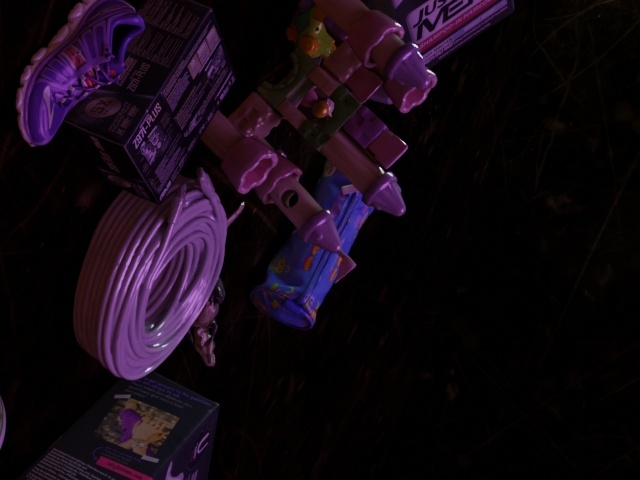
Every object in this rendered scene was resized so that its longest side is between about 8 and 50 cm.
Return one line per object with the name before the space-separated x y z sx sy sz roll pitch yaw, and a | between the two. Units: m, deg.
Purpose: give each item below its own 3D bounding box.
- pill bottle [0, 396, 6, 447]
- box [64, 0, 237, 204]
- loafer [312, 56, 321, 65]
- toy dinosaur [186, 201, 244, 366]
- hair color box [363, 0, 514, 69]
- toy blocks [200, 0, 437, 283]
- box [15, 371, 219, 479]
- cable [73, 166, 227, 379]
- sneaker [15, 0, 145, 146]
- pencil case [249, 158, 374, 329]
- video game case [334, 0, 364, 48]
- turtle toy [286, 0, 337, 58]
pill bottle | -0.356 0.116 0.939 0.136 0.136 0.246 -58 163 -25
box | -0.177 -0.153 1.233 0.180 0.077 0.147 -61 164 -16
loafer | -0.002 -0.306 1.656 0.039 0.045 0.125 -72 -176 -58
toy dinosaur | -0.164 0.080 1.657 0.118 0.064 0.268 -66 173 -64
hair color box | 0.138 -0.409 1.548 0.185 0.113 0.374 -35 147 -5
toy blocks | 0.037 -0.133 1.492 0.288 0.260 0.309 -45 165 3
box | -0.267 0.318 1.514 0.270 0.143 0.165 -45 154 -52
cable | -0.208 0.041 1.406 0.257 0.089 0.257 -61 164 -12
sneaker | -0.226 -0.160 1.080 0.170 0.071 0.068 -60 163 -15
pencil case | 0.000 0.000 1.949 0.306 0.119 0.133 -61 -167 -17
video game case | 0.123 -0.415 1.666 0.248 0.035 0.275 -28 147 -17
turtle toy | -0.002 -0.310 1.583 0.130 0.066 0.095 -64 161 13
